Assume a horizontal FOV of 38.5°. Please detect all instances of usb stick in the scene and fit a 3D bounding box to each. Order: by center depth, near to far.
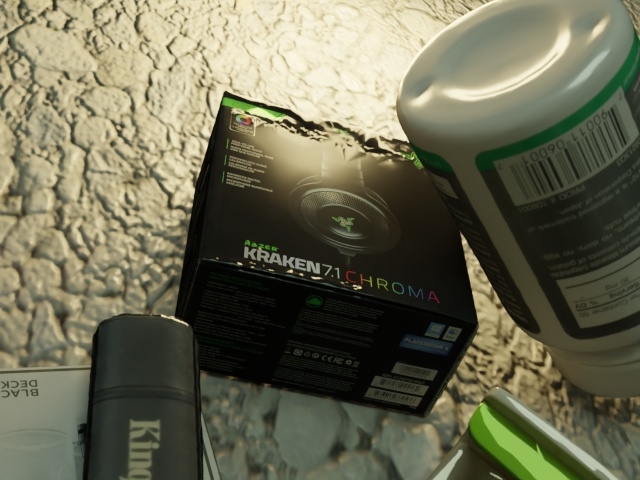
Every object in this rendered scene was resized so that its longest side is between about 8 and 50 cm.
[{"bbox_3d":[-0.109,0.153,0.566,0.077,0.045,0.278,10,39,-17],"label":"usb stick"}]

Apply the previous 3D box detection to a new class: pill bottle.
[{"bbox_3d":[0.231,-0.030,0.835,0.361,0.204,0.204,56,21,-33],"label":"pill bottle"}]

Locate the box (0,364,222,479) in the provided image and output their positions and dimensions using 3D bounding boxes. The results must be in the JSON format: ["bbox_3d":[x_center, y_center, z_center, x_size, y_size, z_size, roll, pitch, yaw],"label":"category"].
[{"bbox_3d":[-0.141,0.216,0.583,0.169,0.087,0.290,0,42,-26],"label":"box"}]

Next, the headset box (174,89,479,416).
[{"bbox_3d":[0.000,0.000,0.880,0.246,0.131,0.283,14,37,-11],"label":"headset box"}]

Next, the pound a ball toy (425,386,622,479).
[{"bbox_3d":[0.144,0.265,0.657,0.319,0.136,0.208,37,65,18],"label":"pound a ball toy"}]
